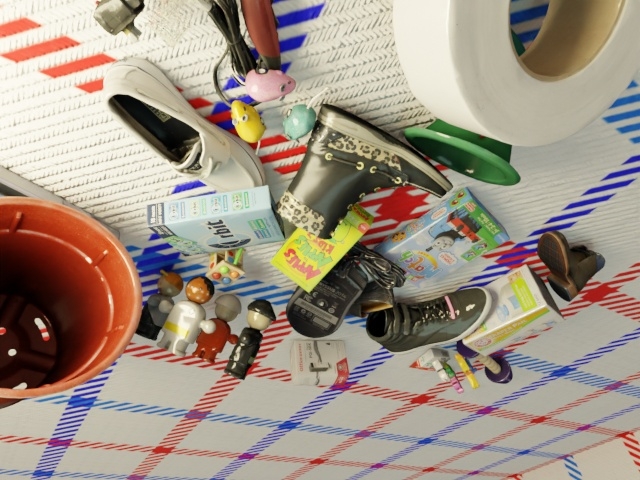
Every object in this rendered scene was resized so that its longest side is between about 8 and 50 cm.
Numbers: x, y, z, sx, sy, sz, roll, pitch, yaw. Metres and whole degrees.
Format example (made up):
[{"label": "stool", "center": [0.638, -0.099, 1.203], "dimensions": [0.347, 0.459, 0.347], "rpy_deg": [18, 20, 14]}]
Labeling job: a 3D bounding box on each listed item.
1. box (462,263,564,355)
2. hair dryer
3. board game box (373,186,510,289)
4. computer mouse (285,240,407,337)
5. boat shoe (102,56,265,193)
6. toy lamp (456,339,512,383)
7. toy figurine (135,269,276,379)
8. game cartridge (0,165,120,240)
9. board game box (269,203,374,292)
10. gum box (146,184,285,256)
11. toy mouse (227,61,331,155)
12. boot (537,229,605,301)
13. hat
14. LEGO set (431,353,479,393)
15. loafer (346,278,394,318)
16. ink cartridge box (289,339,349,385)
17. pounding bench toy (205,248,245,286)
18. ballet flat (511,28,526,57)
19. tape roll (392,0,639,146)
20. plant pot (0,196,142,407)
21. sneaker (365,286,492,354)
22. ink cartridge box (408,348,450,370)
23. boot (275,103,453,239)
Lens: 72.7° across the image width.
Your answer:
[{"label": "box", "center": [0.422, 0.165, 1.001], "dimensions": [0.203, 0.114, 0.103], "rpy_deg": [-36, 131, 29]}, {"label": "hair dryer", "center": [-0.078, -0.290, 0.472], "dimensions": [0.293, 0.080, 0.223], "rpy_deg": [-32, 149, 31]}, {"label": "board game box", "center": [0.235, 0.005, 0.851], "dimensions": [0.211, 0.039, 0.160], "rpy_deg": [-35, 132, 28]}, {"label": "computer mouse", "center": [0.029, 0.094, 0.881], "dimensions": [0.188, 0.072, 0.272], "rpy_deg": [32, 123, -8]}, {"label": "boat shoe", "center": [-0.175, -0.128, 0.600], "dimensions": [0.096, 0.088, 0.267], "rpy_deg": [-26, 135, 18]}, {"label": "toy lamp", "center": [0.474, 0.341, 1.232], "dimensions": [0.080, 0.080, 0.274], "rpy_deg": [-30, 131, 22]}, {"label": "toy figurine", "center": [-0.214, 0.146, 0.813], "dimensions": [0.209, 0.148, 0.213], "rpy_deg": [34, 160, -32]}, {"label": "game cartridge", "center": [-0.534, -0.027, 0.677], "dimensions": [0.230, 0.068, 0.355], "rpy_deg": [-30, 134, 28]}, {"label": "board game box", "center": [0.000, 0.000, 0.763], "dimensions": [0.092, 0.043, 0.181], "rpy_deg": [38, 119, -6]}, {"label": "gum box", "center": [-0.159, -0.027, 0.708], "dimensions": [0.184, 0.041, 0.157], "rpy_deg": [-10, 162, 1]}, {"label": "toy mouse", "center": [-0.053, -0.170, 0.567], "dimensions": [0.143, 0.031, 0.161], "rpy_deg": [-10, 146, 14]}, {"label": "boot", "center": [0.532, 0.030, 0.920], "dimensions": [0.106, 0.082, 0.219], "rpy_deg": [-38, 130, -1]}, {"label": "hat", "center": [0.247, -0.193, 0.628], "dimensions": [0.208, 0.173, 0.184], "rpy_deg": [21, 97, -42]}, {"label": "LEGO set", "center": [0.396, 0.382, 1.218], "dimensions": [0.087, 0.093, 0.227], "rpy_deg": [-33, 146, 13]}, {"label": "loafer", "center": [0.083, 0.143, 0.958], "dimensions": [0.170, 0.061, 0.062], "rpy_deg": [-28, 135, 21]}, {"label": "ink cartridge box", "center": [-0.004, 0.308, 1.096], "dimensions": [0.135, 0.099, 0.056], "rpy_deg": [4, 136, -15]}, {"label": "pounding bench toy", "center": [-0.164, 0.036, 0.798], "dimensions": [0.083, 0.065, 0.052], "rpy_deg": [-36, 131, 27]}, {"label": "ballet flat", "center": [0.182, -0.262, 0.541], "dimensions": [0.232, 0.080, 0.073], "rpy_deg": [32, 152, -33]}, {"label": "tape roll", "center": [0.221, -0.248, 0.449], "dimensions": [0.286, 0.100, 0.286], "rpy_deg": [-10, 118, -18]}, {"label": "plant pot", "center": [-0.451, 0.118, 0.636], "dimensions": [0.272, 0.273, 0.265], "rpy_deg": [28, 135, -33]}, {"label": "sneaker", "center": [0.231, 0.175, 0.984], "dimensions": [0.295, 0.105, 0.146], "rpy_deg": [-33, 138, 30]}, {"label": "ink cartridge box", "center": [0.311, 0.351, 1.248], "dimensions": [0.062, 0.029, 0.115], "rpy_deg": [13, 133, -24]}, {"label": "boot", "center": [0.064, -0.077, 0.663], "dimensions": [0.236, 0.085, 0.179], "rpy_deg": [24, 111, -20]}]
